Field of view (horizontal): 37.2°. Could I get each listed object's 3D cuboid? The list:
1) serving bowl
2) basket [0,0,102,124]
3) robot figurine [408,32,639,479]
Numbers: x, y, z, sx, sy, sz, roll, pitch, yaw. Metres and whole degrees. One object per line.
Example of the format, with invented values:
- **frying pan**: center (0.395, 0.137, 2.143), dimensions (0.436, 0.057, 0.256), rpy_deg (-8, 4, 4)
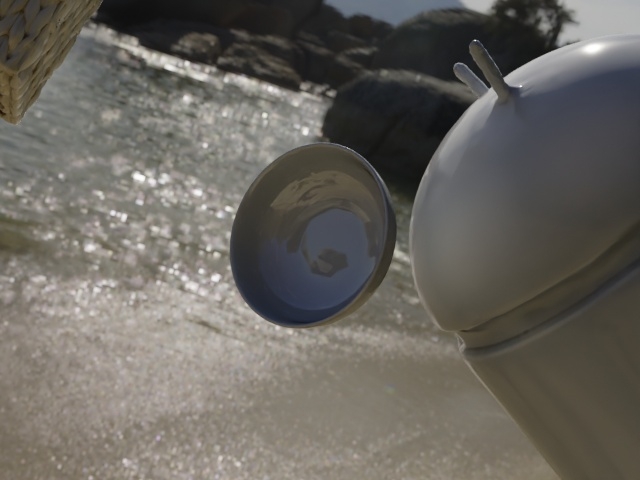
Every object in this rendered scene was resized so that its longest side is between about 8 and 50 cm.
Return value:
- **serving bowl**: center (0.000, 0.000, 0.424), dimensions (0.083, 0.083, 0.027), rpy_deg (28, 2, 36)
- **basket**: center (-0.187, -0.166, 0.571), dimensions (0.103, 0.167, 0.113), rpy_deg (32, -18, -10)
- **robot figurine**: center (0.185, 0.040, 0.494), dimensions (0.353, 0.200, 0.300), rpy_deg (51, -6, -1)
